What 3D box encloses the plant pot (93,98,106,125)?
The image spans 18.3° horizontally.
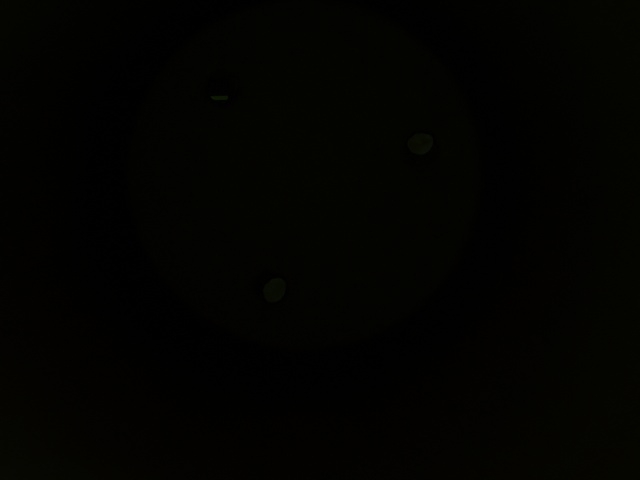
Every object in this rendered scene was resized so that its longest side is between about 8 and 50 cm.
[{"bbox_3d":[-0.188,-0.095,0.678,0.230,0.215,0.215,24,22,-22],"label":"plant pot"}]

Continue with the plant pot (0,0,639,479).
[{"bbox_3d":[0.000,0.000,0.570,0.256,0.256,0.274,16,10,-4],"label":"plant pot"}]

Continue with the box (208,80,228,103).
[{"bbox_3d":[-0.095,-0.105,0.906,0.184,0.045,0.190,-7,36,-37],"label":"box"}]
